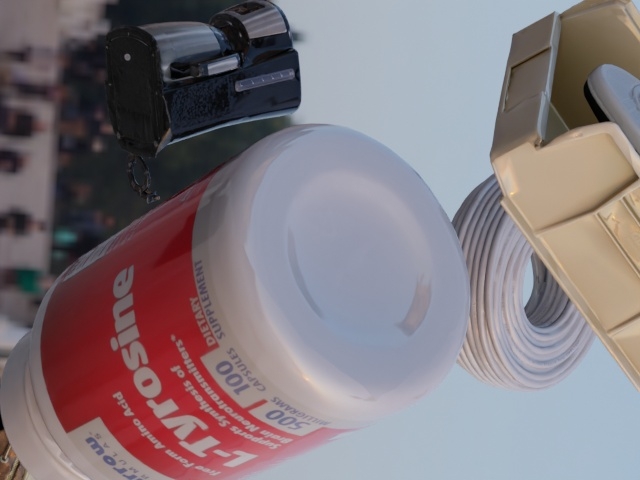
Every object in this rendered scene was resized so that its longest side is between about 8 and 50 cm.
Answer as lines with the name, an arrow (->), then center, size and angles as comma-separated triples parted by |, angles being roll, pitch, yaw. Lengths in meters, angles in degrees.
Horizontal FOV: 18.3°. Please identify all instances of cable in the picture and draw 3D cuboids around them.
cable -> 0.231, 0.042, 2.236 | 0.089, 0.257, 0.257 | 9, -116, 42

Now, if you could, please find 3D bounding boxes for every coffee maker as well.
coffee maker -> -0.120, -0.150, 2.006 | 0.120, 0.178, 0.171 | 42, -47, 37

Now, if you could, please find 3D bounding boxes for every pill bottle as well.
pill bottle -> -0.088, 0.081, 1.593 | 0.407, 0.229, 0.229 | -30, -128, 48

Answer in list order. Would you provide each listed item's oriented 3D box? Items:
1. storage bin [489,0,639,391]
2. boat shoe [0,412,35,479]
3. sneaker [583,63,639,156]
storage bin -> 0.268, -0.052, 1.727 | 0.260, 0.123, 0.262 | 53, 26, -20
boat shoe -> -0.327, 0.201, 2.104 | 0.257, 0.095, 0.095 | -57, -159, 16
sneaker -> 0.275, -0.039, 1.709 | 0.121, 0.217, 0.079 | -41, -175, 36
